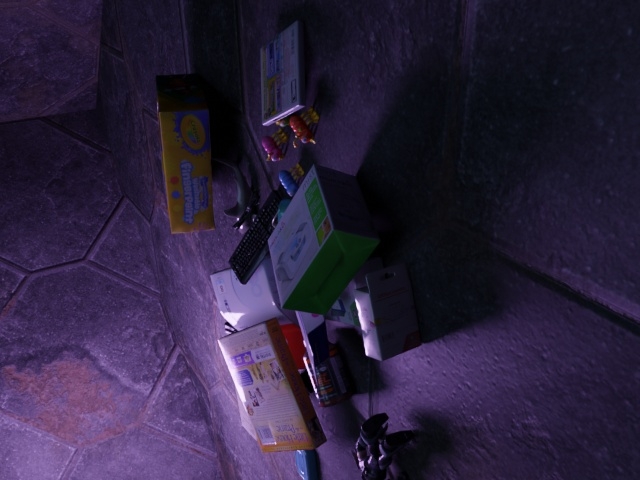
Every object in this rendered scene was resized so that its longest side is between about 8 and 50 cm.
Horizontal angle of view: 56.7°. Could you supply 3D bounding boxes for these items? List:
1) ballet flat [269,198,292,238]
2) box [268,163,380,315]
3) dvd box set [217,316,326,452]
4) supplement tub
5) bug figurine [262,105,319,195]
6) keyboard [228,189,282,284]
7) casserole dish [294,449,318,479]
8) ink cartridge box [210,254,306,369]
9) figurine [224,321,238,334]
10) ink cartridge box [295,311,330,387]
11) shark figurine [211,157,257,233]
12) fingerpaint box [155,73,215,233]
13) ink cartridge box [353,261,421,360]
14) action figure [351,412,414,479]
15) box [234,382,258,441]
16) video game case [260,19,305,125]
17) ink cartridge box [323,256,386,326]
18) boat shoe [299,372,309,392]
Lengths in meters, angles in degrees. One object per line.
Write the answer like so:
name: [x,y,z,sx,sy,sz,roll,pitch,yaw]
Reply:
ballet flat: [-0.103,-0.019,1.721,0.087,0.083,0.247,31,128,24]
box: [0.000,0.000,1.376,0.262,0.127,0.231,-56,34,35]
dvd box set: [-0.166,0.481,1.939,0.308,0.062,0.420,-28,84,48]
supplement tub: [0.014,0.367,1.694,0.106,0.106,0.197,-34,74,61]
bug figurine: [-0.090,-0.256,1.591,0.216,0.072,0.279,56,148,31]
keyboard: [-0.211,-0.031,1.857,0.317,0.033,0.201,-54,50,29]
casserole dish: [-0.056,0.788,2.122,0.114,0.037,0.188,28,129,55]
ink cartridge box: [-0.208,0.261,1.976,0.308,0.091,0.385,-17,87,45]
figurine: [-0.294,0.277,2.224,0.209,0.092,0.214,15,116,59]
ink cartridge box: [-0.036,0.192,1.600,0.175,0.069,0.371,83,172,-48]
shark figurine: [-0.280,-0.137,1.963,0.166,0.116,0.278,21,124,55]
fingerpaint box: [-0.477,-0.309,2.076,0.371,0.163,0.444,-116,24,-53]
ink cartridge box: [0.148,0.154,1.327,0.067,0.115,0.198,4,107,61]
action figure: [0.157,0.573,1.561,0.185,0.099,0.285,44,145,32]
box: [-0.232,0.612,2.253,0.149,0.127,0.232,19,121,57]
video game case: [-0.097,-0.417,1.499,0.193,0.023,0.212,-9,82,56]
ink cartridge box: [0.074,0.122,1.470,0.212,0.093,0.154,1,105,64]
boat shoe: [-0.135,0.523,2.058,0.302,0.114,0.091,-38,71,48]
